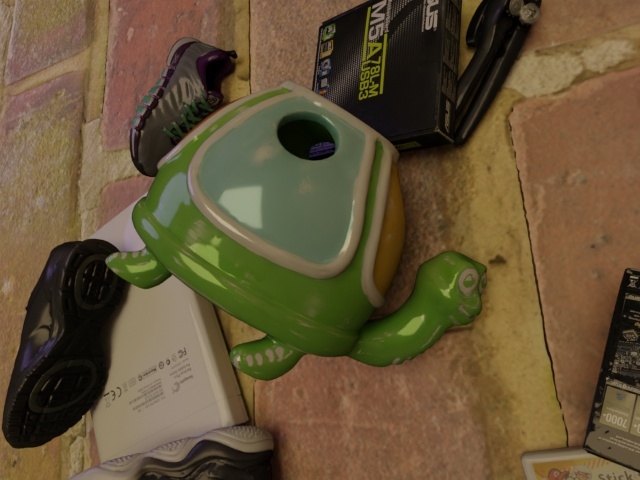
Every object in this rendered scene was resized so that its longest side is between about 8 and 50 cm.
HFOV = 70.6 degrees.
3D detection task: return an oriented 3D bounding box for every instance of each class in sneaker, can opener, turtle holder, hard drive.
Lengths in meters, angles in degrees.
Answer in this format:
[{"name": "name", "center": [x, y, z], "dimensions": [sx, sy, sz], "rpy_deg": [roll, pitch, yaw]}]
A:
[{"name": "sneaker", "center": [-0.203, -0.195, 0.672], "dimensions": [0.098, 0.083, 0.224], "rpy_deg": [19, 88, 24]}, {"name": "can opener", "center": [0.184, -0.192, 0.494], "dimensions": [0.059, 0.073, 0.186], "rpy_deg": [21, 93, -10]}, {"name": "turtle holder", "center": [-0.013, -0.007, 0.440], "dimensions": [0.320, 0.243, 0.227], "rpy_deg": [35, 96, 29]}, {"name": "hard drive", "center": [-0.254, 0.128, 0.647], "dimensions": [0.233, 0.047, 0.353], "rpy_deg": [-32, 67, 18]}, {"name": "sneaker", "center": [-0.363, 0.134, 0.630], "dimensions": [0.130, 0.109, 0.286], "rpy_deg": [7, 76, 38]}, {"name": "sneaker", "center": [-0.170, 0.310, 0.487], "dimensions": [0.268, 0.101, 0.153], "rpy_deg": [-18, 57, -1]}]

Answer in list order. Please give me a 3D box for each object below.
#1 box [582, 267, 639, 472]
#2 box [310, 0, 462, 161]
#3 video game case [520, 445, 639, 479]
[{"name": "box", "center": [0.304, 0.116, 0.322], "dimensions": [0.180, 0.077, 0.147], "rpy_deg": [12, 73, 35]}, {"name": "box", "center": [0.069, -0.192, 0.529], "dimensions": [0.184, 0.045, 0.191], "rpy_deg": [-2, 78, 44]}, {"name": "video game case", "center": [0.302, 0.261, 0.346], "dimensions": [0.226, 0.026, 0.207], "rpy_deg": [-19, 71, 23]}]
